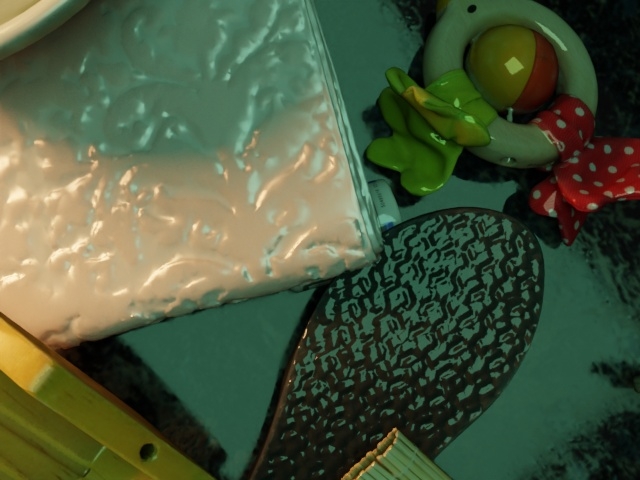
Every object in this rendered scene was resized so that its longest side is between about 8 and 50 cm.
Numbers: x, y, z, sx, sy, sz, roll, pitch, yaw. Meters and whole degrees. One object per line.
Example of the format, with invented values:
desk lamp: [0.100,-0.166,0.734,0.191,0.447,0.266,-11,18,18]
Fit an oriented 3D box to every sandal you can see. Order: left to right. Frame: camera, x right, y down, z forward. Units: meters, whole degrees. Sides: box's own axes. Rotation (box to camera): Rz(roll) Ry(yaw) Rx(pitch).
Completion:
sandal: [0.028,0.157,0.965,0.167,0.107,0.446,32,98,-3]

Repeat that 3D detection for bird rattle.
bird rattle: [0.174,-0.122,0.972,0.253,0.143,0.207,9,70,-6]

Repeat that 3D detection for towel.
towel: [-0.142,-0.091,0.932,0.331,0.053,0.317,-16,83,13]

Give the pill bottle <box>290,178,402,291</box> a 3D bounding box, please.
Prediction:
pill bottle: [0.000,0.000,0.972,0.137,0.078,0.078,-15,88,-5]

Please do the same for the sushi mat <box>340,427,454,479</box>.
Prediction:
sushi mat: [0.113,0.301,0.936,0.316,0.019,0.151,43,86,-23]

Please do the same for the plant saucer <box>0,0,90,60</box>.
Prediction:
plant saucer: [-0.272,-0.289,0.918,0.400,0.100,0.401,-7,67,17]

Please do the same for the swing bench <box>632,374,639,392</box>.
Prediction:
swing bench: [0.359,0.245,0.882,0.165,0.253,0.255,15,84,-15]

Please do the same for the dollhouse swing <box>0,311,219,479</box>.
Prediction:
dollhouse swing: [-0.216,0.282,0.772,0.347,0.305,0.315,-51,131,-10]
